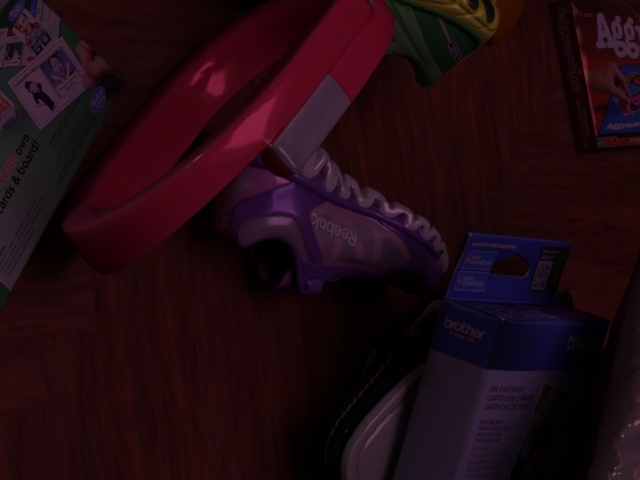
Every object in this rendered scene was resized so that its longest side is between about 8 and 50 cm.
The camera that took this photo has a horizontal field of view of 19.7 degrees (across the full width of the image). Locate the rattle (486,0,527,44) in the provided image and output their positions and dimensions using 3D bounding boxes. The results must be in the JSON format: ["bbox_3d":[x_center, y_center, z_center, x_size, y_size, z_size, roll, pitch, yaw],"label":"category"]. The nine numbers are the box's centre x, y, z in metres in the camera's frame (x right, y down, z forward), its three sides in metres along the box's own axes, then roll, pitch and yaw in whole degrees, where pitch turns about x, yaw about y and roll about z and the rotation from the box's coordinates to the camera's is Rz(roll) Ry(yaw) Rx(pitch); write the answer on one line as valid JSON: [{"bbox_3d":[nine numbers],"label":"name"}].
[{"bbox_3d":[0.125,-0.298,1.632,0.199,0.143,0.130,34,47,2],"label":"rattle"}]

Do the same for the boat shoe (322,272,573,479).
[{"bbox_3d":[0.086,0.111,1.452,0.302,0.091,0.114,-27,127,-47],"label":"boat shoe"}]

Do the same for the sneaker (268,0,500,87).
[{"bbox_3d":[-0.004,-0.195,1.406,0.295,0.123,0.109,23,30,-21],"label":"sneaker"}]

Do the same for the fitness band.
[{"bbox_3d":[-0.064,-0.087,1.253,0.054,0.209,0.291,53,47,-20],"label":"fitness band"}]

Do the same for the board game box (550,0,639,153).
[{"bbox_3d":[0.331,-0.165,1.811,0.281,0.027,0.145,-8,85,-46],"label":"board game box"}]

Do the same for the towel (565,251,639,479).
[{"bbox_3d":[0.232,0.149,1.449,0.053,0.317,0.332,16,50,5],"label":"towel"}]

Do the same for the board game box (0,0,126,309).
[{"bbox_3d":[-0.267,-0.050,1.155,0.213,0.046,0.317,44,52,-29],"label":"board game box"}]

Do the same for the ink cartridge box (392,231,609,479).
[{"bbox_3d":[0.131,0.151,1.400,0.186,0.065,0.311,6,99,-56],"label":"ink cartridge box"}]

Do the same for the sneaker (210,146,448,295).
[{"bbox_3d":[0.000,0.000,1.392,0.236,0.095,0.105,32,73,-41],"label":"sneaker"}]
